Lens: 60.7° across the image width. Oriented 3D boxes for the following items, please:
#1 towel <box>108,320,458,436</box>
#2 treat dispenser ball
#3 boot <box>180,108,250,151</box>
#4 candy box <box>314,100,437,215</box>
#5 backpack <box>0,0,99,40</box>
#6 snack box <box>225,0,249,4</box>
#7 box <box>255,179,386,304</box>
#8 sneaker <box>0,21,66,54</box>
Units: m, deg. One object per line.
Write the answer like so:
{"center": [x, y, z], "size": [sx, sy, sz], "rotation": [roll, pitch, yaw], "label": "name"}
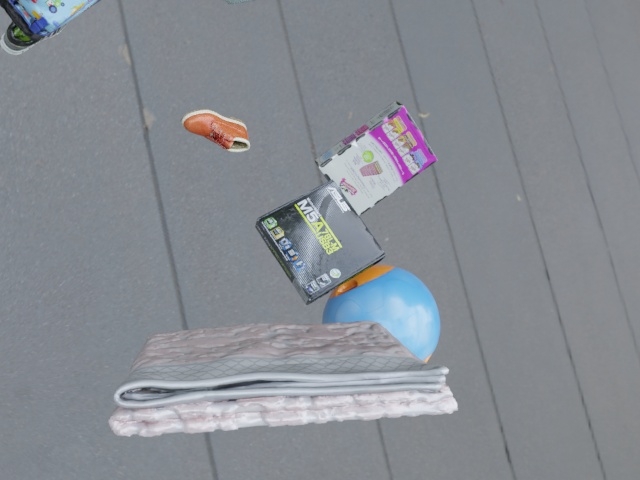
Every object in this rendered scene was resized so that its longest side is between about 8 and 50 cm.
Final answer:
{"center": [-0.052, 0.143, 0.645], "size": [0.332, 0.317, 0.053], "rotation": [0, 90, -10], "label": "towel"}
{"center": [0.148, 0.203, 1.344], "size": [0.288, 0.288, 0.288], "rotation": [10, 71, -33], "label": "treat dispenser ball"}
{"center": [-0.230, -0.241, 1.217], "size": [0.158, 0.059, 0.084], "rotation": [5, 48, -34], "label": "boot"}
{"center": [0.127, -0.186, 1.262], "size": [0.233, 0.071, 0.159], "rotation": [-35, 113, 6], "label": "candy box"}
{"center": [-0.418, -0.407, 0.799], "size": [0.158, 0.117, 0.173], "rotation": [-43, 122, -16], "label": "backpack"}
{"center": [0.116, -0.161, 0.125], "size": [0.322, 0.187, 0.060], "rotation": [-14, 84, -4], "label": "snack box"}
{"center": [0.000, 0.000, 1.054], "size": [0.184, 0.045, 0.190], "rotation": [-29, 77, -20], "label": "box"}
{"center": [-0.585, -0.451, 1.136], "size": [0.170, 0.075, 0.063], "rotation": [-47, 118, -22], "label": "sneaker"}
